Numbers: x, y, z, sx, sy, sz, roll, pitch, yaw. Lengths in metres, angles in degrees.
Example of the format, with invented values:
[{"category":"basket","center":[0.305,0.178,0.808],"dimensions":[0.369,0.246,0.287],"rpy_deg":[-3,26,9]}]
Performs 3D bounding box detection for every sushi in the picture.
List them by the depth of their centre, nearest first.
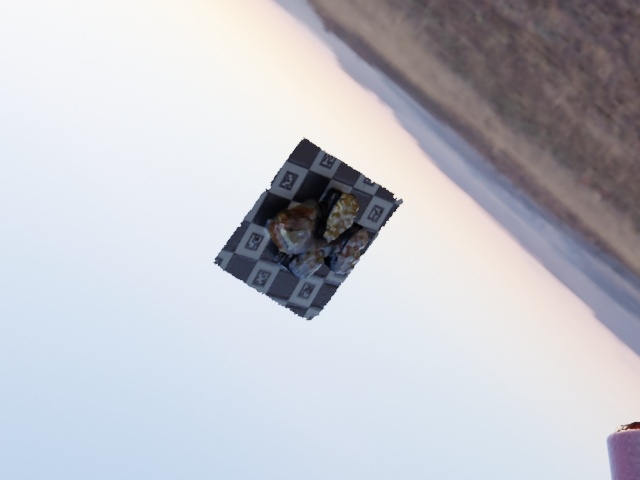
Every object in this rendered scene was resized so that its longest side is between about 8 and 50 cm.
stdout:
[{"category":"sushi","center":[0.000,0.000,1.334],"dimensions":[0.040,0.192,0.210],"rpy_deg":[39,-175,41]}]

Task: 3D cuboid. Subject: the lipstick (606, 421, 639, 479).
[{"category":"lipstick","center":[0.242,0.245,0.785],"dimensions":[0.080,0.080,0.241],"rpy_deg":[31,-126,-54]}]
